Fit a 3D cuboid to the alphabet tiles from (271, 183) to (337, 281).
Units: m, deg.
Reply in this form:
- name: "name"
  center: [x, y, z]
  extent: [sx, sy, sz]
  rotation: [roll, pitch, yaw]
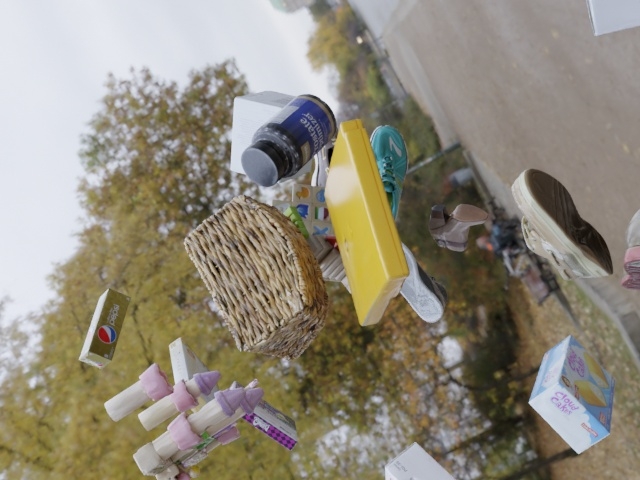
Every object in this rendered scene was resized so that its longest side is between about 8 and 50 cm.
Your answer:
- name: "alphabet tiles"
  center: [0.028, -0.020, 2.202]
  extent: [0.011, 0.342, 0.285]
  rotation: [114, 160, -63]

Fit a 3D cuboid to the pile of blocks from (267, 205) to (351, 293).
- name: "pile of blocks"
  center: [0.000, 0.000, 1.835]
  extent: [0.362, 0.113, 0.149]
  rotation: [23, -141, -26]

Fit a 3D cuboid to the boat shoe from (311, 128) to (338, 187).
- name: "boat shoe"
  center: [0.037, -0.267, 2.565]
  extent: [0.116, 0.096, 0.325]
  rotation: [31, -133, -35]

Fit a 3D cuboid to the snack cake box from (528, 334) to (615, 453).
- name: "snack cake box"
  center: [0.564, 0.335, 1.764]
  extent: [0.152, 0.089, 0.264]
  rotation: [47, -153, 3]

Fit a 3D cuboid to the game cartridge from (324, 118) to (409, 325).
- name: "game cartridge"
  center: [0.075, -0.022, 1.396]
  extent: [0.324, 0.052, 0.286]
  rotation: [108, 149, -70]

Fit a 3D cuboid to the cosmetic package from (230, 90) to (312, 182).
- name: "cosmetic package"
  center: [-0.113, -0.254, 1.928]
  extent: [0.151, 0.151, 0.184]
  rotation: [-27, -51, -56]

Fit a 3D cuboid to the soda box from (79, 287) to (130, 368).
- name: "soda box"
  center: [-0.510, 0.207, 1.881]
  extent: [0.061, 0.058, 0.181]
  rotation: [28, -134, -24]

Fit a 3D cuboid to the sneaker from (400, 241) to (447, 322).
- name: "sneaker"
  center: [0.287, 0.115, 2.446]
  extent: [0.296, 0.104, 0.147]
  rotation: [56, -162, 8]

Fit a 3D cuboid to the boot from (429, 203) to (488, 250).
- name: "boot"
  center: [0.241, -0.018, 1.368]
  extent: [0.118, 0.042, 0.087]
  rotation: [14, 137, 38]

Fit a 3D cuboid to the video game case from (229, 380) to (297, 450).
- name: "video game case"
  center: [-0.175, 0.519, 2.368]
  extent: [0.232, 0.042, 0.210]
  rotation: [35, -179, -6]

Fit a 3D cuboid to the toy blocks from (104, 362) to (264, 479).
- name: "toy blocks"
  center: [-0.206, 0.378, 1.548]
  extent: [0.309, 0.260, 0.289]
  rotation: [55, 173, 17]

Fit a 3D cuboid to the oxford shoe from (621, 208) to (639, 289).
- name: "oxford shoe"
  center: [0.706, 0.029, 1.684]
  extent: [0.348, 0.122, 0.130]
  rotation: [41, -127, -65]

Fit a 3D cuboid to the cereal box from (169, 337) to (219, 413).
- name: "cereal box"
  center: [-0.317, 0.374, 2.046]
  extent: [0.173, 0.047, 0.240]
  rotation: [56, -179, -26]

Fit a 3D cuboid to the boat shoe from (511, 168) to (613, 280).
- name: "boat shoe"
  center: [0.385, -0.012, 1.321]
  extent: [0.302, 0.098, 0.109]
  rotation: [34, -134, -41]

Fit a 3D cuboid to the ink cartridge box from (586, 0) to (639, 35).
- name: "ink cartridge box"
  center: [0.657, -0.542, 1.635]
  extent: [0.122, 0.211, 0.289]
  rotation: [68, -152, -25]

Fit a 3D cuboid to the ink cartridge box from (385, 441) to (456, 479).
- name: "ink cartridge box"
  center: [0.278, 0.696, 2.072]
  extent: [0.207, 0.117, 0.283]
  rotation: [39, 150, 36]

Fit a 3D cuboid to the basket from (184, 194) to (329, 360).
- name: "basket"
  center: [-0.098, 0.070, 1.644]
  extent: [0.299, 0.213, 0.223]
  rotation: [58, -166, 25]

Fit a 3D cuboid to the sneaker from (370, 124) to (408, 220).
- name: "sneaker"
  center: [0.167, -0.149, 1.962]
  extent: [0.110, 0.106, 0.276]
  rotation: [-10, -78, -89]

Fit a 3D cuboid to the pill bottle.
- name: "pill bottle"
  center: [-0.069, -0.209, 1.675]
  extent: [0.219, 0.122, 0.123]
  rotation: [-49, -65, -40]
